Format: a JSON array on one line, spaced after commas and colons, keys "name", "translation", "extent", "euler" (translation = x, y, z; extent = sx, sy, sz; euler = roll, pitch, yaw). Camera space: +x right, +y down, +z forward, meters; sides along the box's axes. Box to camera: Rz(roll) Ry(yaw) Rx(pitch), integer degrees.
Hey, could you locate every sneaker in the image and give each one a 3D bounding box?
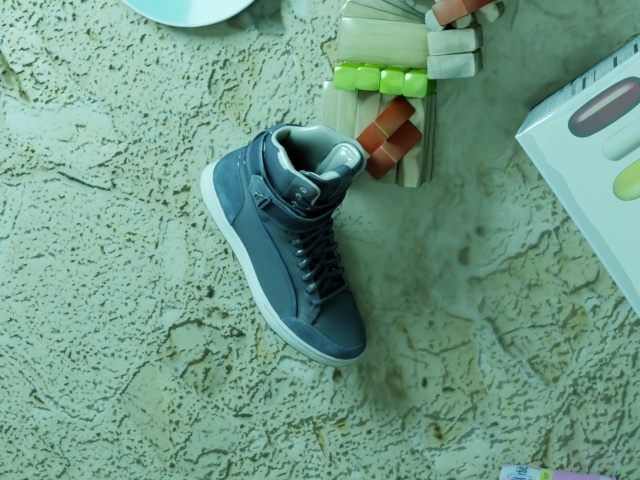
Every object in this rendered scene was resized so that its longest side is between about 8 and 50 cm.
[{"name": "sneaker", "translation": [-0.002, 0.000, 1.558], "extent": [0.226, 0.086, 0.163], "euler": [56, 140, -2]}]

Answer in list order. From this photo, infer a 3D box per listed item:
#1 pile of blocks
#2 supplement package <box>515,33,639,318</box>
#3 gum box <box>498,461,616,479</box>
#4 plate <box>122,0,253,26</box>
[{"name": "pile of blocks", "translation": [0.096, -0.203, 1.527], "extent": [0.149, 0.112, 0.362], "euler": [30, 103, 4]}, {"name": "supplement package", "translation": [0.300, -0.032, 1.472], "extent": [0.145, 0.204, 0.262], "euler": [-35, 93, 14]}, {"name": "gum box", "translation": [0.211, 0.310, 1.618], "extent": [0.107, 0.062, 0.188], "euler": [6, 100, 9]}, {"name": "plate", "translation": [-0.121, -0.290, 1.596], "extent": [0.188, 0.024, 0.188], "euler": [2, 99, 10]}]
